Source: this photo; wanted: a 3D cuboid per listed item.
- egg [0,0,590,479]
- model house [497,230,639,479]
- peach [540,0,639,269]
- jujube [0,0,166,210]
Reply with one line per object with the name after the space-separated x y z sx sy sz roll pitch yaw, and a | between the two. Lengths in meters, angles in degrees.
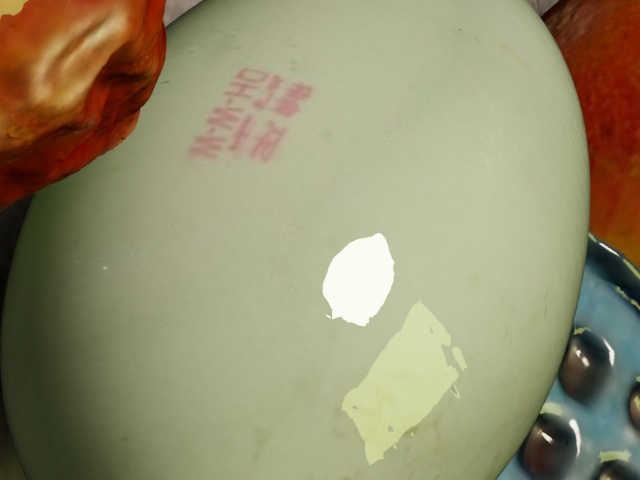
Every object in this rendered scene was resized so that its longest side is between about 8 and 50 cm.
0.000 0.000 0.811 0.371 0.230 0.230 -62 154 -47 | egg
0.070 0.166 0.980 0.237 0.215 0.303 -36 -162 54 | model house
0.241 -0.036 1.261 0.372 0.289 0.373 12 90 -69 | peach
-0.116 -0.090 0.530 0.250 0.174 0.174 110 -5 -85 | jujube
